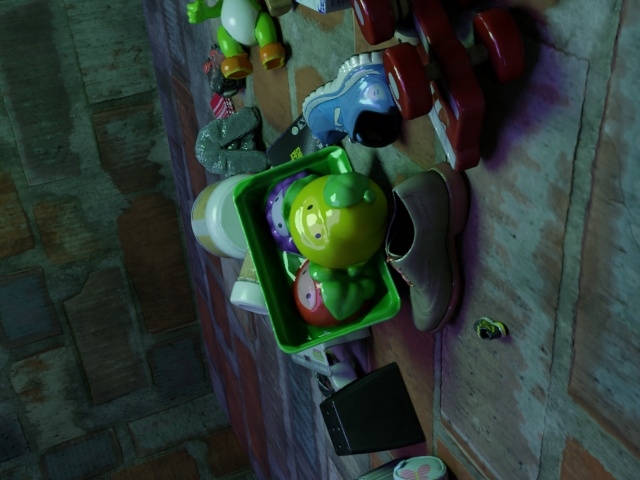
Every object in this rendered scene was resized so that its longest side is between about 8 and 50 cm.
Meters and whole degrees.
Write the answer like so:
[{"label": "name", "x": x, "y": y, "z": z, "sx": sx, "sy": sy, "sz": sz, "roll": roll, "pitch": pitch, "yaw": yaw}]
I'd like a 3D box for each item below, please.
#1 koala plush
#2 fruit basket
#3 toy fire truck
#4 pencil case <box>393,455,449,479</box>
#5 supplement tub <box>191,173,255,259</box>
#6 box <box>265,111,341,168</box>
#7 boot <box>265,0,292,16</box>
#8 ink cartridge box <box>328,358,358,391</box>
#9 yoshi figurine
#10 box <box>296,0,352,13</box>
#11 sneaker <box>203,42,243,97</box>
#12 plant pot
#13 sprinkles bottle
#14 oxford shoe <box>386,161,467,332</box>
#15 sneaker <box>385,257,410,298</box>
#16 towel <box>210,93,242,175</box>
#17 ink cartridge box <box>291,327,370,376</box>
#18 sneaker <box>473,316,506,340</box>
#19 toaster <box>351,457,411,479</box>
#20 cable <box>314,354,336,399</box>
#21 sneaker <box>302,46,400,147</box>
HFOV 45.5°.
[{"label": "koala plush", "x": -0.266, "y": -0.273, "z": 2.232, "sx": 0.221, "sy": 0.203, "sz": 0.196, "roll": -152, "pitch": 48, "yaw": -80}, {"label": "fruit basket", "x": 0.000, "y": 0.000, "z": 1.434, "sx": 0.392, "sy": 0.283, "sz": 0.392, "roll": -21, "pitch": -90, "yaw": -85}, {"label": "toy fire truck", "x": 0.158, "y": -0.269, "z": 1.103, "sx": 0.254, "sy": 0.169, "sz": 0.302, "roll": 72, "pitch": 176, "yaw": -72}, {"label": "pencil case", "x": 0.235, "y": 0.602, "z": 1.635, "sx": 0.124, "sy": 0.113, "sz": 0.273, "roll": 0, "pitch": 106, "yaw": 47}, {"label": "supplement tub", "x": -0.224, "y": -0.065, "z": 2.171, "sx": 0.331, "sy": 0.241, "sz": 0.241, "roll": -179, "pitch": 73, "yaw": -70}, {"label": "box", "x": -0.028, "y": -0.175, "z": 1.723, "sx": 0.184, "sy": 0.045, "sz": 0.190, "roll": -38, "pitch": 67, "yaw": 38}, {"label": "boot", "x": -0.100, "y": -0.620, "z": 1.585, "sx": 0.295, "sy": 0.104, "sz": 0.211, "roll": 142, "pitch": 110, "yaw": -74}, {"label": "ink cartridge box", "x": 0.072, "y": 0.378, "z": 1.956, "sx": 0.181, "sy": 0.061, "sz": 0.104, "roll": 59, "pitch": 169, "yaw": 35}, {"label": "yoshi figurine", "x": -0.202, "y": -0.581, "z": 1.801, "sx": 0.203, "sy": 0.203, "sz": 0.362, "roll": -16, "pitch": 88, "yaw": 55}, {"label": "box", "x": 0.032, "y": -0.450, "z": 1.320, "sx": 0.137, "sy": 0.126, "sz": 0.072, "roll": -135, "pitch": 33, "yaw": -53}, {"label": "sneaker", "x": -0.262, "y": -0.480, "z": 2.157, "sx": 0.276, "sy": 0.098, "sz": 0.135, "roll": 165, "pitch": 89, "yaw": -73}, {"label": "plant pot", "x": 0.105, "y": 0.407, "z": 1.760, "sx": 0.187, "sy": 0.167, "sz": 0.188, "roll": 130, "pitch": 120, "yaw": -68}, {"label": "sprinkles bottle", "x": -0.109, "y": -0.005, "z": 1.822, "sx": 0.121, "sy": 0.121, "sz": 0.355, "roll": 149, "pitch": 139, "yaw": -70}, {"label": "oxford shoe", "x": 0.166, "y": 0.028, "z": 1.333, "sx": 0.123, "sy": 0.130, "sz": 0.348, "roll": -132, "pitch": 31, "yaw": -50}, {"label": "sneaker", "x": 0.145, "y": 0.087, "z": 1.566, "sx": 0.144, "sy": 0.053, "sz": 0.059, "roll": -124, "pitch": 24, "yaw": -60}, {"label": "towel", "x": -0.293, "y": -0.346, "z": 2.453, "sx": 0.199, "sy": 0.031, "sz": 0.275, "roll": 156, "pitch": 97, "yaw": -72}, {"label": "ink cartridge box", "x": -0.003, "y": 0.180, "z": 1.923, "sx": 0.309, "sy": 0.130, "sz": 0.272, "roll": 179, "pitch": 77, "yaw": -71}, {"label": "sneaker", "x": 0.275, "y": 0.148, "z": 1.276, "sx": 0.083, "sy": 0.035, "sz": 0.031, "roll": 176, "pitch": 79, "yaw": -70}, {"label": "toaster", "x": 0.158, "y": 0.596, "z": 1.797, "sx": 0.227, "sy": 0.146, "sz": 0.129, "roll": 127, "pitch": 123, "yaw": -67}, {"label": "cable", "x": 0.025, "y": 0.383, "z": 2.161, "sx": 0.184, "sy": 0.047, "sz": 0.150, "roll": 97, "pitch": 155, "yaw": -54}, {"label": "sneaker", "x": 0.063, "y": -0.229, "z": 1.416, "sx": 0.330, "sy": 0.130, "sz": 0.147, "roll": 150, "pitch": 105, "yaw": -70}]
